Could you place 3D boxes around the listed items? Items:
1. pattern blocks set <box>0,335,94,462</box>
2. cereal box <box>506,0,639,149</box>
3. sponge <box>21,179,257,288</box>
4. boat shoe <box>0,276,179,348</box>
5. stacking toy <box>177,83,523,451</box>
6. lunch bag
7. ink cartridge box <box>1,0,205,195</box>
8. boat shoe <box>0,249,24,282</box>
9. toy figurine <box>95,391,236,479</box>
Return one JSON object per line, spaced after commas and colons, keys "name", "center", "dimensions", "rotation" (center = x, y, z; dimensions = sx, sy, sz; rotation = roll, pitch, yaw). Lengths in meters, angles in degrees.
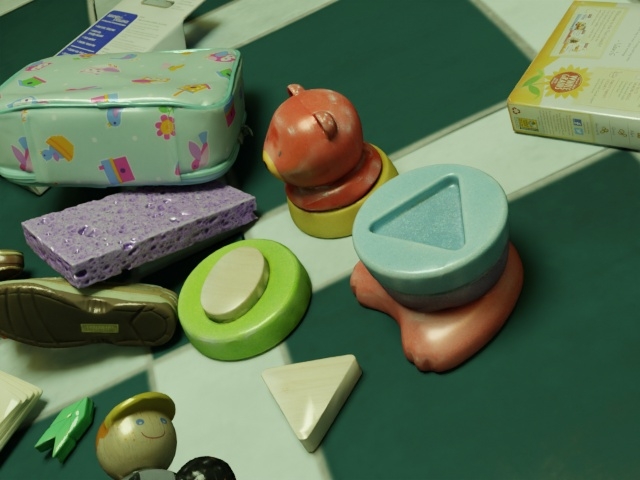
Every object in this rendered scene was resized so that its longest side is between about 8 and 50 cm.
{"name": "pattern blocks set", "center": [-0.376, 0.166, 0.774], "dimensions": [0.325, 0.026, 0.285], "rotation": [9, 54, 19]}
{"name": "cereal box", "center": [0.326, -0.159, 0.782], "dimensions": [0.240, 0.047, 0.173], "rotation": [17, 58, 36]}
{"name": "sponge", "center": [-0.183, -0.020, 0.842], "dimensions": [0.210, 0.031, 0.117], "rotation": [-23, 35, -34]}
{"name": "boat shoe", "center": [-0.233, 0.065, 0.799], "dimensions": [0.190, 0.068, 0.072], "rotation": [8, 25, -5]}
{"name": "stacking toy", "center": [0.000, 0.000, 0.723], "dimensions": [0.279, 0.130, 0.309], "rotation": [-39, 44, -14]}
{"name": "lunch bag", "center": [-0.217, -0.147, 0.937], "dimensions": [0.279, 0.108, 0.224], "rotation": [-1, 28, 1]}
{"name": "ink cartridge box", "center": [-0.320, -0.226, 1.146], "dimensions": [0.176, 0.069, 0.371], "rotation": [22, 63, 40]}
{"name": "boat shoe", "center": [-0.411, 0.062, 0.918], "dimensions": [0.178, 0.064, 0.060], "rotation": [-22, 73, 7]}
{"name": "toy figurine", "center": [-0.148, 0.206, 0.530], "dimensions": [0.210, 0.213, 0.148], "rotation": [-24, 56, 3]}
